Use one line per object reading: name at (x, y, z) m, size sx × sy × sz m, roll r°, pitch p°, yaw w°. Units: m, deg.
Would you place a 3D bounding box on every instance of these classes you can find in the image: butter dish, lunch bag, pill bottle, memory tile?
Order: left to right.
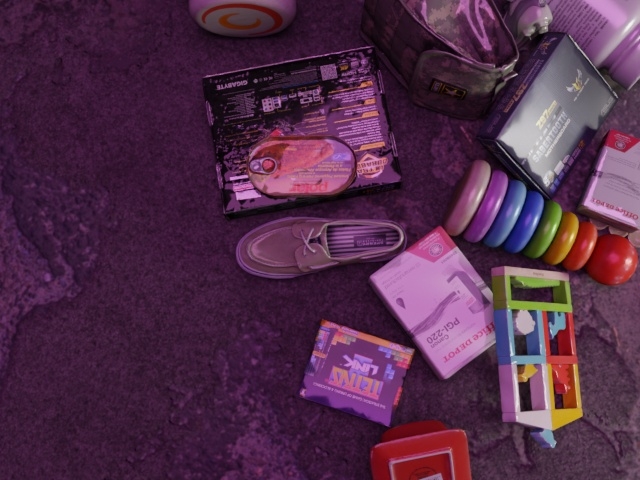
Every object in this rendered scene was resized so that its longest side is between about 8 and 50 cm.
butter dish at (0.159, 0.355, 1.561) m, size 0.160 × 0.118 × 0.160 m, roll -12°, pitch 120°, yaw -2°
lunch bag at (0.209, -0.346, 1.616) m, size 0.169 × 0.235 × 0.287 m, roll -36°, pitch 80°, yaw -10°
pill bottle at (0.475, -0.404, 1.655) m, size 0.283 × 0.160 × 0.160 m, roll 41°, pitch 84°, yaw 8°
memory tile at (0.550, -0.070, 1.669) m, size 0.113 × 0.012 × 0.148 m, roll 25°, pitch 81°, yaw 6°

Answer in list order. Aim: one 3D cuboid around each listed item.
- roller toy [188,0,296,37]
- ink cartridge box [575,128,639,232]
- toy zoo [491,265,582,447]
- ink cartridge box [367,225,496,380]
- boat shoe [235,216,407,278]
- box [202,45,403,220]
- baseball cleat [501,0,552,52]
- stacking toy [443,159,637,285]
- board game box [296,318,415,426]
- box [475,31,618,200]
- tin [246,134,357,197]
roller toy at (-0.139, -0.458, 1.672) m, size 0.191 × 0.209 × 0.146 m, roll 7°, pitch 78°, yaw -36°
ink cartridge box at (0.523, -0.101, 1.636) m, size 0.109 × 0.063 × 0.150 m, roll 22°, pitch 82°, yaw 5°
toy zoo at (0.361, 0.194, 1.557) m, size 0.192 × 0.030 × 0.293 m, roll 6°, pitch 77°, yaw -43°
ink cartridge box at (0.205, 0.109, 1.610) m, size 0.158 × 0.092 × 0.218 m, roll -36°, pitch 83°, yaw -4°
boat shoe at (0.000, 0.000, 1.633) m, size 0.302 × 0.094 × 0.109 m, roll -8°, pitch 80°, yaw 0°
box at (-0.034, -0.191, 1.678) m, size 0.322 × 0.079 × 0.257 m, roll -11°, pitch 82°, yaw 0°
baseball cleat at (0.338, -0.382, 1.636) m, size 0.072 × 0.206 × 0.109 m, roll -11°, pitch 83°, yaw -20°
stacking toy at (0.384, -0.011, 1.615) m, size 0.330 × 0.141 × 0.141 m, roll 25°, pitch 82°, yaw 0°
board game box at (0.061, 0.227, 1.615) m, size 0.170 × 0.048 × 0.141 m, roll 17°, pitch 80°, yaw 5°
box at (0.395, -0.214, 1.626) m, size 0.183 × 0.059 × 0.233 m, roll 40°, pitch 80°, yaw -31°
tin at (-0.031, -0.125, 1.611) m, size 0.189 × 0.040 × 0.106 m, roll 0°, pitch 77°, yaw 2°
